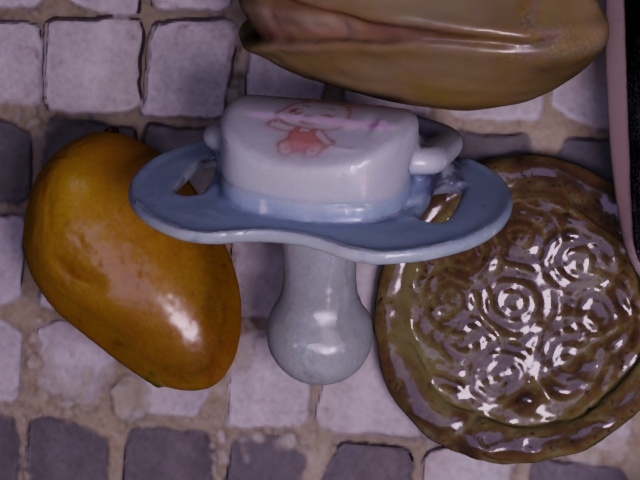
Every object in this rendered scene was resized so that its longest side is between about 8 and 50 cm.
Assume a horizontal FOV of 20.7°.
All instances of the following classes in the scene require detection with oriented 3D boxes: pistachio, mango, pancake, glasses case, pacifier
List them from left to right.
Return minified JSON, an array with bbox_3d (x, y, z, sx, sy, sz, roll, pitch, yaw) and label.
[{"bbox_3d":[-0.149,0.021,1.394,0.147,0.109,0.227,-28,81,-14],"label":"mango"},{"bbox_3d":[0.000,0.000,1.331,0.287,0.238,0.226,7,112,11],"label":"pacifier"},{"bbox_3d":[0.074,-0.179,1.320,0.293,0.181,0.162,14,119,16],"label":"pistachio"},{"bbox_3d":[0.158,0.051,1.366,0.250,0.031,0.250,0,88,14],"label":"pancake"},{"bbox_3d":[0.271,-0.116,1.307,0.122,0.075,0.314,-1,87,-32],"label":"glasses case"}]
